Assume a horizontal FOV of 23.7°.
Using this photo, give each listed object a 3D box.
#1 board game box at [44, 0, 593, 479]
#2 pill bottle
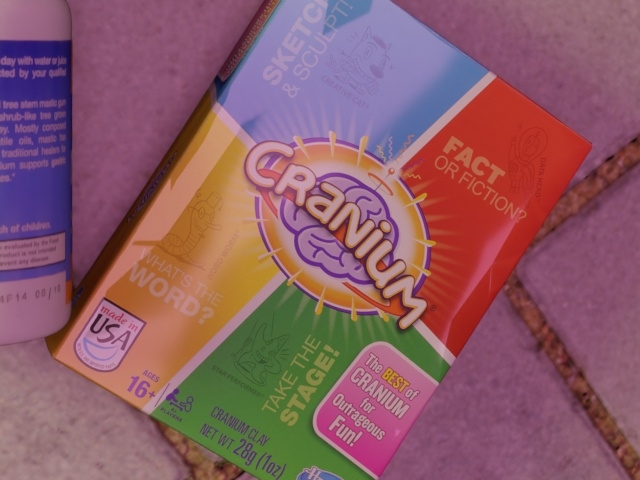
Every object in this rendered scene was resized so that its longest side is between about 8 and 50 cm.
[{"bbox_3d":[0.000,0.000,1.036,0.242,0.064,0.317,32,90,-17],"label":"board game box"},{"bbox_3d":[-0.225,-0.080,0.922,0.152,0.152,0.272,0,99,-14],"label":"pill bottle"}]
